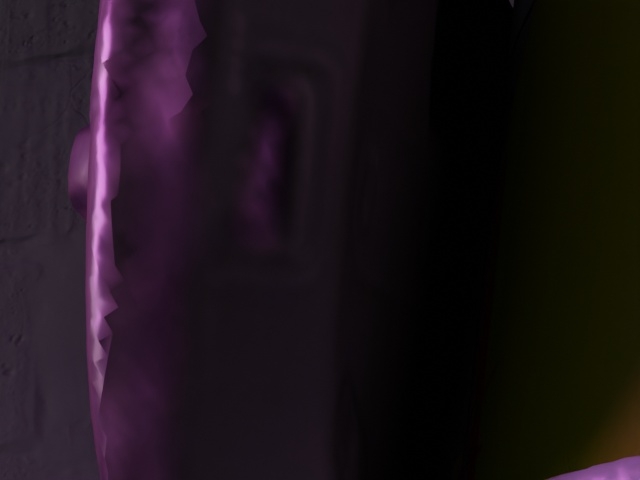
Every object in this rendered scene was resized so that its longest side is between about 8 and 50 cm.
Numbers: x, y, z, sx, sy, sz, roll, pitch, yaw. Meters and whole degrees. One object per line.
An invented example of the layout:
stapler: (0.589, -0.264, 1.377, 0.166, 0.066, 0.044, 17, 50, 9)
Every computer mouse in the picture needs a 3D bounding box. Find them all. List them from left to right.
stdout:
computer mouse: (-0.007, 0.000, 0.498, 0.331, 0.095, 0.197, 40, -128, -75)

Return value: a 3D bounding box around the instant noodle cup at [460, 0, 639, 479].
instant noodle cup: (0.158, -0.018, 0.486, 0.294, 0.294, 0.307, 74, -163, -61)
